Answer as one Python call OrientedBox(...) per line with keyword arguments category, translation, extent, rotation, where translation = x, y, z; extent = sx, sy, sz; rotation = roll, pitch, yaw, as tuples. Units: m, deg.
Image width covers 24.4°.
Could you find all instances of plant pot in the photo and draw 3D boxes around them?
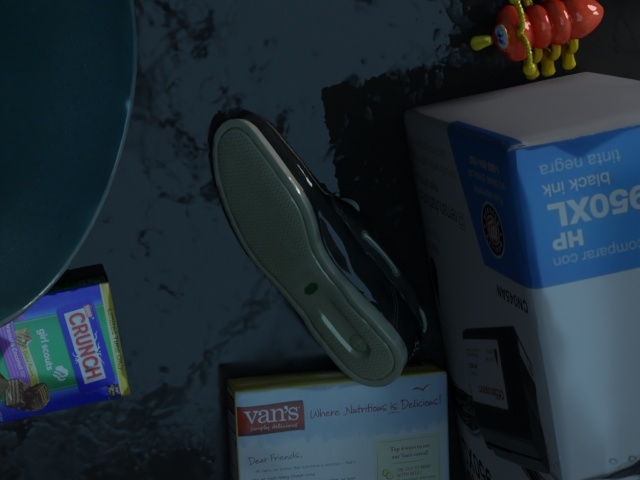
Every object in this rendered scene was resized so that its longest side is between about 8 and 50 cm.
OrientedBox(category="plant pot", translation=(-0.279, -0.101, 0.968), extent=(0.195, 0.290, 0.290), rotation=(15, 97, 20))

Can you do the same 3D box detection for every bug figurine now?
OrientedBox(category="bug figurine", translation=(0.189, -0.270, 1.122), extent=(0.216, 0.072, 0.279), rotation=(-20, 103, -8))

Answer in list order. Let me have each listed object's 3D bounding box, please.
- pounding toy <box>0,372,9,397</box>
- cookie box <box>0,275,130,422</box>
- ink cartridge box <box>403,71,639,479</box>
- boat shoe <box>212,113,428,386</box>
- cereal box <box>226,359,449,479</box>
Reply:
OrientedBox(category="pounding toy", translation=(-0.345, 0.051, 1.017), extent=(0.206, 0.181, 0.094), rotation=(35, 89, -42))
OrientedBox(category="cookie box", translation=(-0.204, 0.081, 1.112), extent=(0.107, 0.040, 0.092), rotation=(-12, 101, -11))
OrientedBox(category="ink cartridge box", translation=(0.198, 0.092, 1.074), extent=(0.166, 0.285, 0.395), rotation=(-12, 101, -8))
OrientedBox(category="boat shoe", translation=(0.000, 0.000, 1.136), extent=(0.233, 0.084, 0.079), rotation=(55, 46, -7))
OrientedBox(category="cereal box", translation=(0.017, 0.221, 1.179), extent=(0.173, 0.047, 0.240), rotation=(-4, 99, -13))
